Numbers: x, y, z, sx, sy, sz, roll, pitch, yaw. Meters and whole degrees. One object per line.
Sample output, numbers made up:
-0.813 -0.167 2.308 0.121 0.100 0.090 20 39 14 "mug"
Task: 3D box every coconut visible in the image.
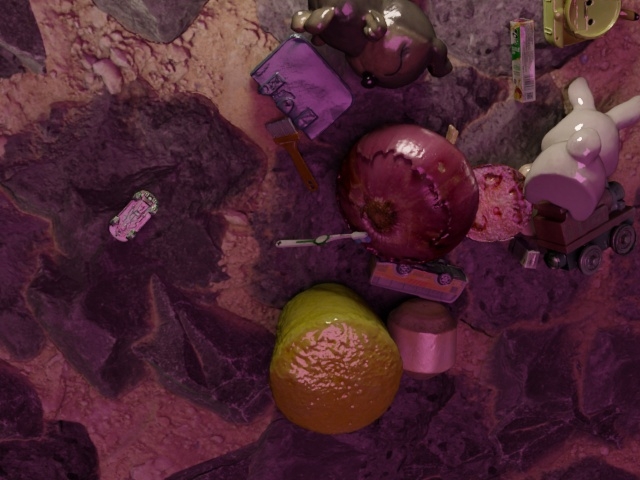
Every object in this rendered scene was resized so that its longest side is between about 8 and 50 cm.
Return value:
0.276 0.280 2.020 0.202 0.202 0.222 0 107 -8 "coconut"

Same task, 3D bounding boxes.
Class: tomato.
0.446 -0.106 1.940 0.225 0.085 0.225 4 113 9 "tomato"

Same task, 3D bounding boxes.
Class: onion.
0.222 -0.113 1.807 0.345 0.358 0.358 -10 121 -51 "onion"

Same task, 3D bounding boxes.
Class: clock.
0.666 -0.573 1.802 0.232 0.069 0.170 -11 113 -4 "clock"

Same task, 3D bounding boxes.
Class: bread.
0.029 0.304 1.933 0.348 0.308 0.348 -2 110 -6 "bread"

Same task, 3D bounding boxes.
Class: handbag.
-0.044 -0.370 1.788 0.179 0.062 0.229 -40 111 9 "handbag"

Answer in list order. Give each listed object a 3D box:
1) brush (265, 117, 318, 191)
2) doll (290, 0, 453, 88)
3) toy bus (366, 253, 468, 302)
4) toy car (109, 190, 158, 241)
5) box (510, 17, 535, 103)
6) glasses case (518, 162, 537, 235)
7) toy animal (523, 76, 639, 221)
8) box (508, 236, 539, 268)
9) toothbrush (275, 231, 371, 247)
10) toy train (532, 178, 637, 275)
-0.060 -0.212 1.857 0.082 0.010 0.218 -6 127 37 "brush"
0.161 -0.529 1.655 0.382 0.252 0.378 22 101 -29 "doll"
0.262 0.096 2.005 0.268 0.092 0.106 14 118 -13 "toy bus"
-0.472 -0.062 1.855 0.069 0.055 0.142 43 87 -21 "toy car"
0.509 -0.449 1.841 0.041 0.050 0.207 -12 113 -7 "box"
0.572 -0.110 1.985 0.083 0.050 0.196 -3 112 -4 "glasses case"
0.653 -0.243 1.808 0.196 0.367 0.241 28 147 12 "toy animal"
0.554 0.032 2.003 0.036 0.117 0.050 3 113 -12 "box"
-0.001 -0.001 1.860 0.304 0.030 0.030 -4 120 39 "toothbrush"
0.709 -0.047 1.952 0.304 0.150 0.221 -26 111 -23 "toy train"
